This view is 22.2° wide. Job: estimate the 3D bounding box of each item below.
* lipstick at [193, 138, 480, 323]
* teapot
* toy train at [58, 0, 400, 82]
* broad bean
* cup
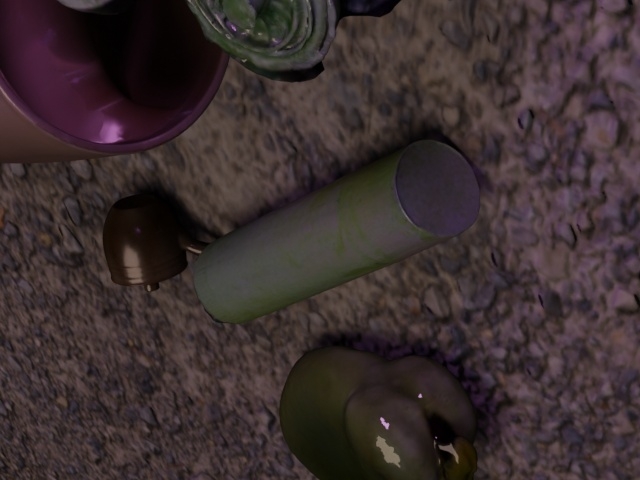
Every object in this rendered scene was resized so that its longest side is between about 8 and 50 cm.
[{"bbox_3d":[0.000,0.000,1.200,0.076,0.076,0.304,45,149,-12],"label":"lipstick"},{"bbox_3d":[-0.124,-0.001,1.358,0.110,0.085,0.080,-5,110,12],"label":"teapot"},{"bbox_3d":[-0.059,-0.238,0.857,0.307,0.173,0.249,21,139,27],"label":"toy train"},{"bbox_3d":[0.050,0.161,1.352,0.228,0.100,0.169,13,135,55],"label":"broad bean"},{"bbox_3d":[-0.211,-0.166,1.079,0.200,0.191,0.253,-3,136,51],"label":"cup"}]
